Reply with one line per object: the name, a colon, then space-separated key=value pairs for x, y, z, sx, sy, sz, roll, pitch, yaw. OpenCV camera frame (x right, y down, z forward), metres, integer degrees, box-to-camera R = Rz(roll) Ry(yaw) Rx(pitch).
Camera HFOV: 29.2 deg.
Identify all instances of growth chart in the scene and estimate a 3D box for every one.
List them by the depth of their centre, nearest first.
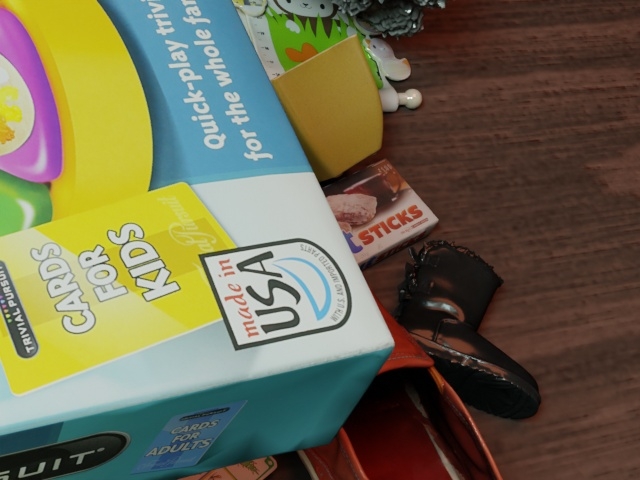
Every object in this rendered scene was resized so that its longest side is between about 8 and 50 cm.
growth chart: x=-0.026 y=-0.190 z=0.998 sx=0.172 sy=0.021 sz=0.237 roll=-12 pitch=61 yaw=-30

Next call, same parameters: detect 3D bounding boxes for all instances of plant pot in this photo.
plant pot: x=-0.003 y=-0.087 z=0.887 sx=0.081 sy=0.081 sz=0.083 roll=-33 pitch=99 yaw=-27

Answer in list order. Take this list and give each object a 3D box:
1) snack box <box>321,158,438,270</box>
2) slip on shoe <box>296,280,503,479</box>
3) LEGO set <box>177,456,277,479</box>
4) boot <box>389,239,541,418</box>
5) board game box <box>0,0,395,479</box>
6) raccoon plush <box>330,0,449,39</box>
snack box: x=0.000 y=0.000 z=0.863 sx=0.178 sy=0.022 sz=0.064 roll=-27 pitch=70 yaw=-35
slip on shoe: x=0.022 y=0.083 z=0.735 sx=0.123 sy=0.101 sz=0.331 roll=-12 pitch=59 yaw=-32
LEGO set: x=-0.064 y=0.214 z=0.651 sx=0.182 sy=0.060 sz=0.244 roll=45 pitch=32 yaw=8
boot: x=0.104 y=0.059 z=0.847 sx=0.121 sy=0.045 sz=0.099 roll=23 pitch=50 yaw=2
board game box: x=-0.178 y=-0.022 z=0.408 sx=0.336 sy=0.079 sz=0.253 roll=-10 pitch=59 yaw=-28
raccoon plush: x=-0.105 y=-0.237 z=0.916 sx=0.299 sy=0.446 sz=0.216 roll=65 pitch=12 yaw=-6
